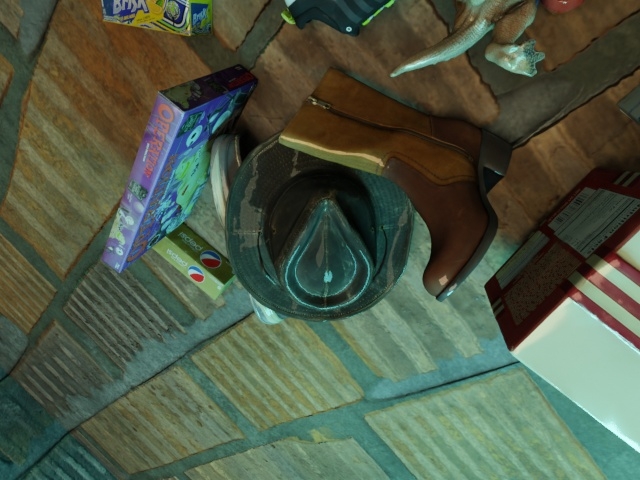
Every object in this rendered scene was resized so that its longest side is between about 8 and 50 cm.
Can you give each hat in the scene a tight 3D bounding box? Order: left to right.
[{"bbox_3d":[0.000,0.000,0.609,0.330,0.134,0.332,0,109,-1],"label":"hat"}]

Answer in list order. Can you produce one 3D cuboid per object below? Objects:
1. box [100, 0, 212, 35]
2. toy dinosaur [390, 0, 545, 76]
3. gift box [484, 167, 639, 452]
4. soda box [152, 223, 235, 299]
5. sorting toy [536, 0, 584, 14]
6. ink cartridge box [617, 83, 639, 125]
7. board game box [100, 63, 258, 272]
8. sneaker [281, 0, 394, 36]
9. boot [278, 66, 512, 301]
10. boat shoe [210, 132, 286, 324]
[{"bbox_3d":[-0.255,-0.358,0.646,0.168,0.059,0.054,16,121,16],"label":"box"},{"bbox_3d":[0.184,-0.280,0.401,0.127,0.200,0.296,25,121,-17],"label":"toy dinosaur"},{"bbox_3d":[0.381,0.073,0.484,0.258,0.276,0.255,39,114,5],"label":"gift box"},{"bbox_3d":[-0.263,0.037,0.875,0.181,0.061,0.058,39,127,1],"label":"soda box"},{"bbox_3d":[0.243,-0.276,0.472,0.101,0.042,0.061,28,91,20],"label":"sorting toy"},{"bbox_3d":[0.381,-0.125,0.441,0.088,0.122,0.052,40,123,-1],"label":"ink cartridge box"},{"bbox_3d":[-0.236,-0.113,0.687,0.056,0.208,0.347,40,127,0],"label":"board game box"},{"bbox_3d":[0.056,-0.314,0.528,0.234,0.084,0.097,10,141,23],"label":"sneaker"},{"bbox_3d":[0.080,-0.087,0.518,0.280,0.264,0.096,24,158,3],"label":"boot"},{"bbox_3d":[-0.085,-0.020,0.737,0.130,0.132,0.356,-12,115,6],"label":"boat shoe"}]
